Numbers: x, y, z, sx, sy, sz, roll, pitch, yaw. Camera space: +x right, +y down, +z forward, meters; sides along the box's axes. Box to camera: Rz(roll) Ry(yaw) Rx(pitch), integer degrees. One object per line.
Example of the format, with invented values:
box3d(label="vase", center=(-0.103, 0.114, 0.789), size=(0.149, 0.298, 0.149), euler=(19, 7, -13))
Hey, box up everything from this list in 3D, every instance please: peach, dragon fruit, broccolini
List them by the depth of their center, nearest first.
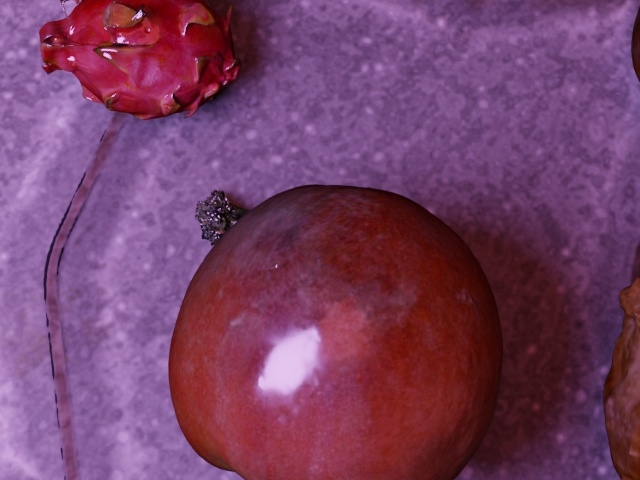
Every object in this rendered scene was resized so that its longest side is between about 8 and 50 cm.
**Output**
box3d(label="peach", center=(0.010, 0.075, 0.888), size=(0.252, 0.252, 0.252), euler=(1, 73, -2))
box3d(label="dragon fruit", center=(-0.152, -0.168, 1.028), size=(0.166, 0.136, 0.133), euler=(-2, 39, -12))
box3d(label="broccolini", center=(0.000, -0.001, 1.034), size=(0.218, 0.042, 0.044), euler=(12, 100, -4))

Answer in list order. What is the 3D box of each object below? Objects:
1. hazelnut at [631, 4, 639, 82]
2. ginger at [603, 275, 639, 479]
box3d(label="hazelnut", center=(0.370, -0.201, 1.021), size=(0.234, 0.218, 0.218), euler=(-41, 79, -13))
box3d(label="ginger", center=(0.356, 0.113, 0.958), size=(0.274, 0.152, 0.357), euler=(42, 77, -18))
